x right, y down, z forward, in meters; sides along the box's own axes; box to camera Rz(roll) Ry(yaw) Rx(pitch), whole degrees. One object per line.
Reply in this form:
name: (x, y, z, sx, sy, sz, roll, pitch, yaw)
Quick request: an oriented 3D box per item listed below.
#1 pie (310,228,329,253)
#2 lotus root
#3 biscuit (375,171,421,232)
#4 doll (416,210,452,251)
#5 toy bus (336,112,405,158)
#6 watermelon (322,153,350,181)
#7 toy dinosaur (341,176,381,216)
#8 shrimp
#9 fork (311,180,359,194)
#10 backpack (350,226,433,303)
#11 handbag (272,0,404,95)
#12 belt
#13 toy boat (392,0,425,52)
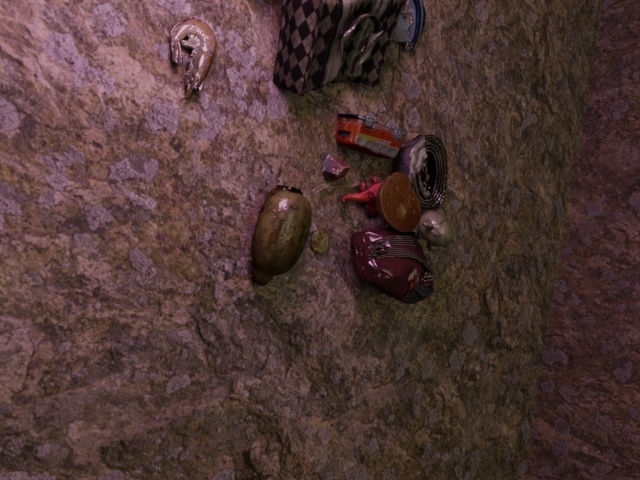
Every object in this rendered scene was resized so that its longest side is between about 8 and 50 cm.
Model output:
pie: (0.000, 0.000, 1.766, 0.085, 0.017, 0.085, -5, 98, -41)
lotus root: (-0.120, -0.010, 1.573, 0.173, 0.173, 0.309, 14, 93, -43)
biscuit: (0.269, -0.126, 1.858, 0.181, 0.049, 0.208, -40, 110, -29)
doll: (0.407, -0.041, 1.873, 0.113, 0.155, 0.275, -36, 168, 2)
toy bus: (0.174, -0.357, 1.824, 0.265, 0.121, 0.120, 9, 98, -43)
watermelon: (0.054, -0.245, 1.754, 0.084, 0.072, 0.092, -45, 120, -50)
toy dinosaur: (0.169, -0.136, 1.892, 0.286, 0.070, 0.139, -28, 135, -35)
shrimp: (-0.341, -0.476, 1.380, 0.126, 0.047, 0.223, 19, 76, -35)
fork: (0.058, -0.184, 1.788, 0.219, 0.034, 0.028, -15, 113, -40)
backpack: (0.244, 0.066, 1.860, 0.317, 0.197, 0.283, 18, 46, -41)
handbag: (0.063, -0.607, 1.620, 0.416, 0.180, 0.317, -26, 138, -42)
belt: (0.370, -0.250, 1.990, 0.184, 0.164, 0.289, 1, 97, -17)
toy boat: (0.271, -0.784, 1.880, 0.291, 0.067, 0.220, -19, 113, -43)
